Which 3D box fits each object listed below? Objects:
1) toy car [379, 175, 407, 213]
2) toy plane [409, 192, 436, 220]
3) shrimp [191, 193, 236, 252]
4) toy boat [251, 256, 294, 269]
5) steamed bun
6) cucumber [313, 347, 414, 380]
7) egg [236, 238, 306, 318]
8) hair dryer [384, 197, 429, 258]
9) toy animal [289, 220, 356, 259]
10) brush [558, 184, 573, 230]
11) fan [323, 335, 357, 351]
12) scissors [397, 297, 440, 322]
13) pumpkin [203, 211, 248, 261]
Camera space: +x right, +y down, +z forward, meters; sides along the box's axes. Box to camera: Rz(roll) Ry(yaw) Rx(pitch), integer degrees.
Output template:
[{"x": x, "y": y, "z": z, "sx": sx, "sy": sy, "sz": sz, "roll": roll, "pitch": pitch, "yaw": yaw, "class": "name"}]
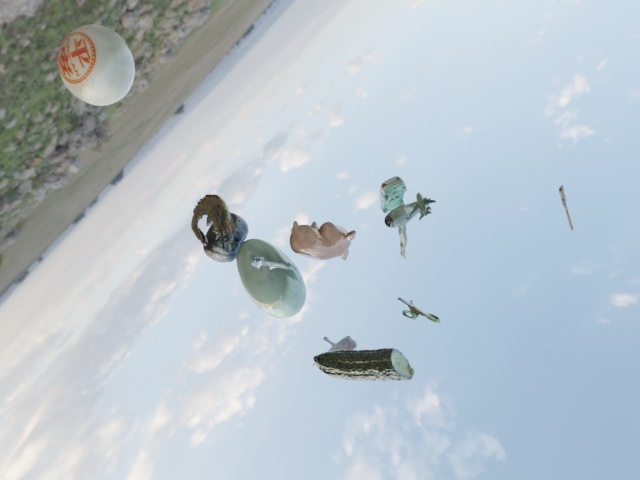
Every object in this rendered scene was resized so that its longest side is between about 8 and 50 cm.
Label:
[{"x": 0.266, "y": -0.176, "z": 1.712, "sx": 0.090, "sy": 0.076, "sz": 0.224, "roll": -26, "pitch": 163, "yaw": -2, "class": "toy car"}, {"x": 0.269, "y": -0.092, "z": 1.193, "sx": 0.080, "sy": 0.033, "sz": 0.083, "roll": -32, "pitch": -133, "yaw": 32, "class": "toy plane"}, {"x": -0.394, "y": -0.054, "z": 1.632, "sx": 0.173, "sy": 0.058, "sz": 0.253, "roll": -24, "pitch": -113, "yaw": 15, "class": "shrimp"}, {"x": -0.172, "y": 0.085, "z": 1.563, "sx": 0.149, "sy": 0.105, "sz": 0.034, "roll": 8, "pitch": -107, "yaw": 16, "class": "toy boat"}, {"x": -0.682, "y": -0.525, "z": 1.348, "sx": 0.231, "sy": 0.232, "sz": 0.145, "roll": -38, "pitch": 177, "yaw": 19, "class": "steamed bun"}, {"x": 0.094, "y": 0.305, "z": 1.103, "sx": 0.265, "sy": 0.077, "sz": 0.077, "roll": -13, "pitch": -142, "yaw": 34, "class": "cucumber"}, {"x": -0.207, "y": 0.151, "z": 1.849, "sx": 0.230, "sy": 0.371, "sz": 0.230, "roll": -36, "pitch": 166, "yaw": -11, "class": "egg"}, {"x": 0.406, "y": -0.076, "z": 2.021, "sx": 0.229, "sy": 0.267, "sz": 0.092, "roll": -42, "pitch": -138, "yaw": -11, "class": "hair dryer"}, {"x": 0.003, "y": 0.002, "z": 1.777, "sx": 0.166, "sy": 0.250, "sz": 0.154, "roll": 118, "pitch": -31, "yaw": -69, "class": "toy animal"}, {"x": 0.847, "y": -0.109, "z": 1.557, "sx": 0.014, "sy": 0.170, "sz": 0.043, "roll": -11, "pitch": -157, "yaw": 38, "class": "brush"}, {"x": 0.064, "y": 0.417, "z": 1.769, "sx": 0.132, "sy": 0.220, "sz": 0.009, "roll": -42, "pitch": -131, "yaw": 0, "class": "fan"}, {"x": 0.324, "y": 0.240, "z": 1.572, "sx": 0.187, "sy": 0.133, "sz": 0.020, "roll": -126, "pitch": -132, "yaw": -73, "class": "scissors"}, {"x": -0.415, "y": -0.014, "z": 1.988, "sx": 0.233, "sy": 0.162, "sz": 0.233, "roll": -155, "pitch": -90, "yaw": -87, "class": "pumpkin"}]
